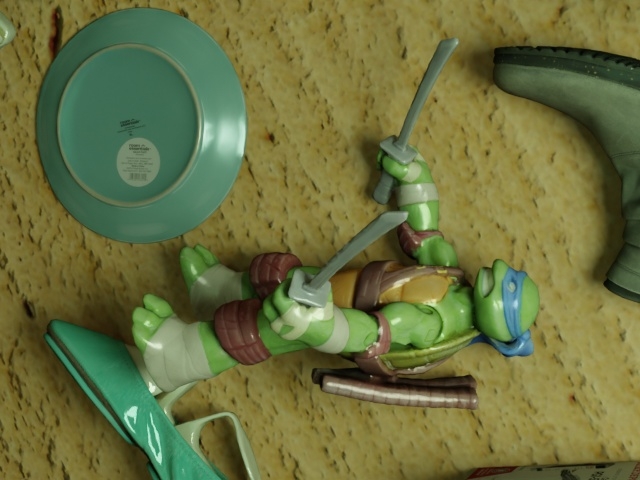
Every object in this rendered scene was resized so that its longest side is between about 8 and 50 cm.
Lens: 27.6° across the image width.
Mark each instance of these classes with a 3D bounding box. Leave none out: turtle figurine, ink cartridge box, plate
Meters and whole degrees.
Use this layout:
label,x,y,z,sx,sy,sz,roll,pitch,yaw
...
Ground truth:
label,x,y,z,sx,sy,sz,roll,pitch,yaw
turtle figurine,0.000,0.000,0.891,0.266,0.275,0.198,-12,54,24
ink cartridge box,0.166,0.187,0.887,0.135,0.099,0.056,-6,90,19
plate,-0.147,-0.090,1.026,0.188,0.024,0.188,1,92,19

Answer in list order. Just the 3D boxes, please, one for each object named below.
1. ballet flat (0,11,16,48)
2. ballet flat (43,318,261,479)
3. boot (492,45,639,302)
label,x,y,z,sx,sy,sz,roll,pitch,yaw
ballet flat,-0.262,-0.202,1.037,0.086,0.086,0.248,43,105,13
ballet flat,-0.112,0.144,1.006,0.087,0.083,0.247,-36,80,-7
boot,0.215,-0.036,0.872,0.246,0.083,0.161,18,104,19
